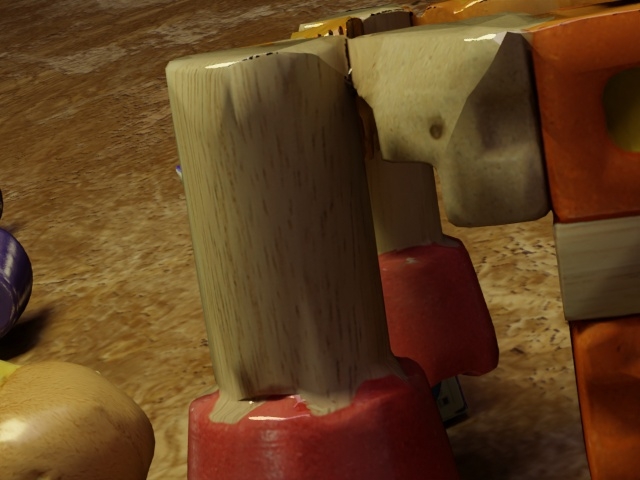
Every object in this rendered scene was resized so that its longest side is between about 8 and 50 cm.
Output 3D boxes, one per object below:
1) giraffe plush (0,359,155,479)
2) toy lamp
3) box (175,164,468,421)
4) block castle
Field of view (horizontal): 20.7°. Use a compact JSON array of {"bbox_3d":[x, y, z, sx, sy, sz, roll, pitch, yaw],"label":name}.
[{"bbox_3d":[-0.102,0.108,0.611,0.210,0.170,0.181,-19,19,-3],"label":"giraffe plush"},{"bbox_3d":[-0.237,0.006,1.159,0.080,0.080,0.274,-21,18,-10],"label":"toy lamp"},{"bbox_3d":[-0.002,0.021,0.831,0.072,0.126,0.137,-23,20,-12],"label":"box"},{"bbox_3d":[0.191,0.007,0.583,0.453,0.213,0.303,-7,9,9],"label":"block castle"}]
